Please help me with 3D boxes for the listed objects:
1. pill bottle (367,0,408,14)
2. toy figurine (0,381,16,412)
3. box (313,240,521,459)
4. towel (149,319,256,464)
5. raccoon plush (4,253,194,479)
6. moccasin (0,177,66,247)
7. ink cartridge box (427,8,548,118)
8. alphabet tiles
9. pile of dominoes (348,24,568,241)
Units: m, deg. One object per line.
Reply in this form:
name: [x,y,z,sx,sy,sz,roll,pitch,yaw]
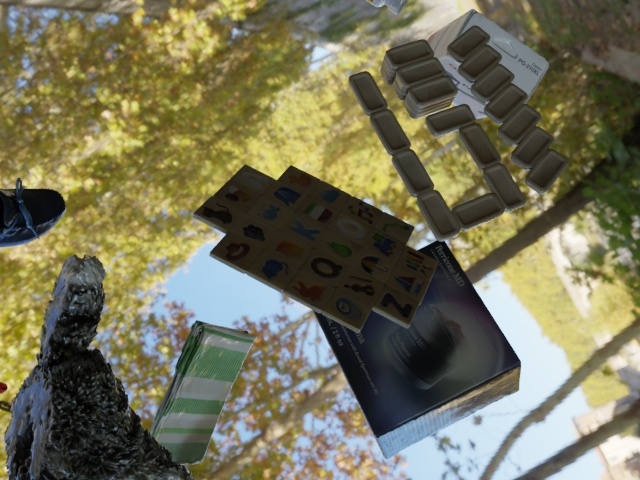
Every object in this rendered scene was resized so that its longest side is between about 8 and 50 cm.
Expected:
pill bottle: [0.081,-0.392,1.156,0.116,0.065,0.065,35,-163,3]
toy figurine: [-0.766,0.375,1.577,0.362,0.191,0.217,34,-122,-26]
box: [0.179,0.202,1.472,0.296,0.294,0.183,61,176,30]
towel: [-0.264,0.342,1.699,0.038,0.325,0.248,21,177,26]
raccoon plush: [-0.331,0.274,1.316,0.299,0.447,0.216,16,-172,-38]
moccasin: [-0.687,-0.049,1.649,0.342,0.117,0.138,-27,-103,-49]
ink cartridge box: [0.286,-0.318,1.431,0.172,0.100,0.237,32,179,-10]
alphabet tiles: [0.000,0.000,1.137,0.342,0.011,0.285,27,-143,6]
pile of dominoes: [0.161,-0.130,0.916,0.040,0.195,0.251,103,144,-65]
